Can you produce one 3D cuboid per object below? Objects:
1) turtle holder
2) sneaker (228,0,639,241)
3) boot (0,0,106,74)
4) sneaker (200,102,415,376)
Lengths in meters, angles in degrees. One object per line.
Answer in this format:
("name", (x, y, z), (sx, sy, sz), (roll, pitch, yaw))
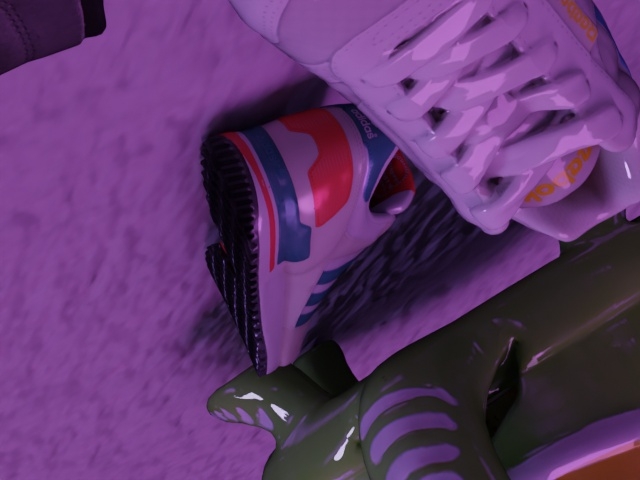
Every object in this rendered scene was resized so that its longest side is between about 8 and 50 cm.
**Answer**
("turtle holder", (0.111, 0.101, 0.677), (0.243, 0.227, 0.320), (-30, 173, -15))
("sneaker", (0.046, -0.058, 0.452), (0.087, 0.092, 0.229), (-35, 160, 17))
("boot", (-0.141, -0.042, 0.255), (0.161, 0.083, 0.246), (-41, 166, 7))
("sneaker", (0.000, 0.000, 0.580), (0.075, 0.057, 0.161), (-22, 157, -11))
